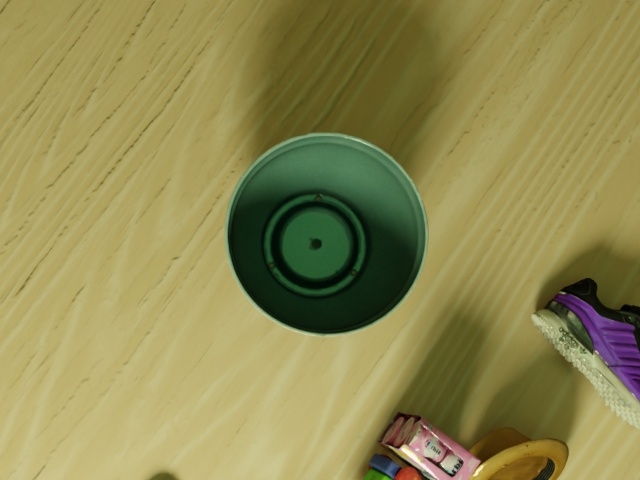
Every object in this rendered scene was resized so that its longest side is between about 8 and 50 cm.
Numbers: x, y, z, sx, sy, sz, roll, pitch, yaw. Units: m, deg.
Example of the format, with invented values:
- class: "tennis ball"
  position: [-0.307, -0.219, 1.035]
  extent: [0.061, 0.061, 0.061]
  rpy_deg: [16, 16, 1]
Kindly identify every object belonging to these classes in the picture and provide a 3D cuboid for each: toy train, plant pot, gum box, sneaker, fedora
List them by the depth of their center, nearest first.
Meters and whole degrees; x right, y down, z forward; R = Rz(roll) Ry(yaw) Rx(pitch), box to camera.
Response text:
- class: "gum box"
  position: [0.160, 0.316, 1.630]
  extent: [0.107, 0.188, 0.062]
  rpy_deg: [37, 80, -2]
- class: "plant pot"
  position: [0.000, 0.000, 1.637]
  extent: [0.293, 0.196, 0.293]
  rpy_deg: [1, 84, -6]
- class: "toy train"
  position: [0.145, 0.447, 1.653]
  extent: [0.248, 0.105, 0.143]
  rpy_deg: [42, 76, -21]
- class: "fedora"
  position: [0.287, 0.344, 1.680]
  extent: [0.194, 0.194, 0.079]
  rpy_deg: [-23, 49, -8]
- class: "sneaker"
  position: [0.485, 0.178, 1.723]
  extent: [0.146, 0.102, 0.293]
  rpy_deg: [-44, 91, -9]
